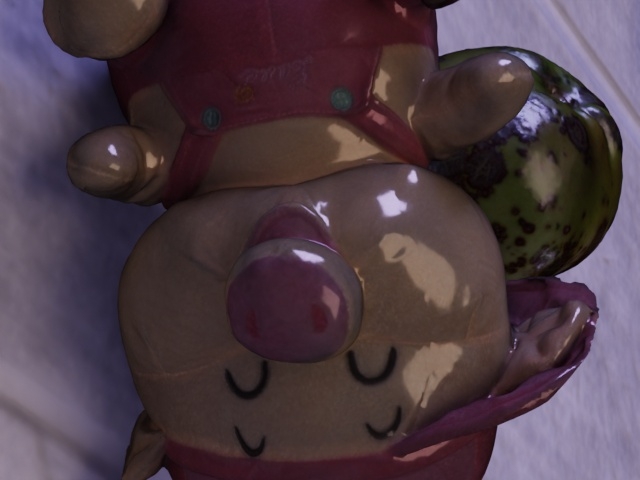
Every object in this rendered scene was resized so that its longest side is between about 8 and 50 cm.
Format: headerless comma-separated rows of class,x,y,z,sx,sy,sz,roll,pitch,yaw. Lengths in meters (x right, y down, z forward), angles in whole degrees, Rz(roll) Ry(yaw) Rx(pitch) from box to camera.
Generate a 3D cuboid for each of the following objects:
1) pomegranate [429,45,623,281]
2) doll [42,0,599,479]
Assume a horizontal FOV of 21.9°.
pomegranate,0.088,-0.013,0.811,0.138,0.125,0.163,-36,118,-64
doll,-0.002,0.000,0.634,0.152,0.196,0.256,-5,85,-56
